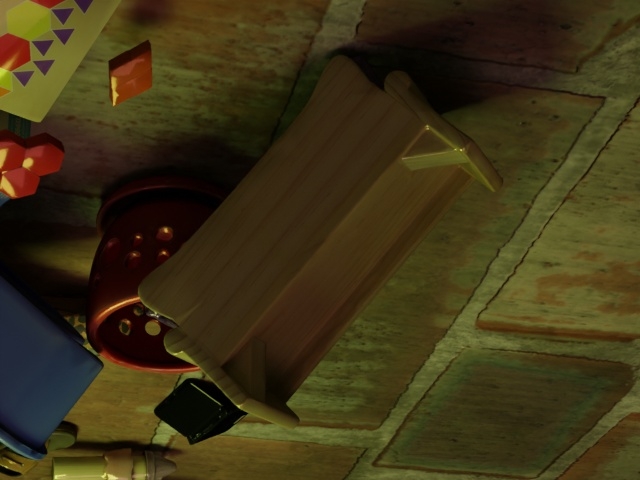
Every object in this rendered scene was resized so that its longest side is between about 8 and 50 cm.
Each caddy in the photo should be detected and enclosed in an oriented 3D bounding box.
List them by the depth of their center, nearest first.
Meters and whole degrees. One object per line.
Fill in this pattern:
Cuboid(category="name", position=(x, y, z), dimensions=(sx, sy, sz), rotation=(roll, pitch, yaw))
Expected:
Cuboid(category="caddy", position=(-0.404, 0.100, 1.561), dimensions=(0.341, 0.179, 0.241), rotation=(46, 172, -21))

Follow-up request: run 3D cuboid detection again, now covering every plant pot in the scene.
Cuboid(category="plant pot", position=(-0.165, 0.035, 1.605), dimensions=(0.191, 0.174, 0.191), rotation=(-1, 147, -1))

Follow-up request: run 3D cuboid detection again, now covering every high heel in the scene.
Cuboid(category="high heel", position=(-0.343, 0.060, 1.753), dimensions=(0.186, 0.093, 0.261), rotation=(-30, 130, 0))

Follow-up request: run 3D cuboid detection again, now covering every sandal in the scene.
Cuboid(category="sandal", position=(-0.469, 0.324, 2.118), dimensions=(0.219, 0.060, 0.090), rotation=(-11, 156, -15))

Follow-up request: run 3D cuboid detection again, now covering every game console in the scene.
Cuboid(category="game console", position=(-0.164, 0.242, 2.081), dimensions=(0.107, 0.071, 0.122), rotation=(-16, 162, -40))

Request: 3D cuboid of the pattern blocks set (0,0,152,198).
Cuboid(category="pattern blocks set", position=(-0.285, -0.192, 1.310), dimensions=(0.285, 0.026, 0.325), rotation=(28, 120, -37))

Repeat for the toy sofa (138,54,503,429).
Cuboid(category="toy sofa", position=(0.000, 0.000, 1.456), dimensions=(0.362, 0.177, 0.150), rotation=(-50, 154, 1))

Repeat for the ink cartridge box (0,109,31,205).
Cuboid(category="ink cartridge box", position=(-0.383, -0.097, 1.461), dimensions=(0.143, 0.090, 0.092), rotation=(26, 137, -36))

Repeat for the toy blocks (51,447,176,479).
Cuboid(category="toy blocks", position=(-0.297, 0.502, 2.233), dimensions=(0.260, 0.289, 0.309), rotation=(1, 148, -17))
